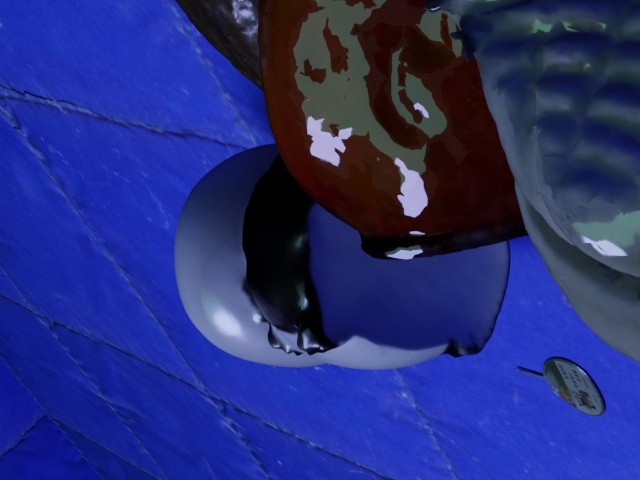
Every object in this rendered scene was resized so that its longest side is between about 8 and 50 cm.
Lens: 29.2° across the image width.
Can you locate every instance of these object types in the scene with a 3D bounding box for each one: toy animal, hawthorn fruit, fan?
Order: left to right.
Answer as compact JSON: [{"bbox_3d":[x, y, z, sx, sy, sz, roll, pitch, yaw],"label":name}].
[{"bbox_3d":[0.001,0.008,0.848,0.187,0.165,0.235,7,170,-31],"label":"toy animal"},{"bbox_3d":[0.053,-0.108,0.555,0.190,0.189,0.251,25,146,38],"label":"hawthorn fruit"},{"bbox_3d":[0.188,0.114,0.938,0.060,0.003,0.080,47,156,-5],"label":"fan"}]

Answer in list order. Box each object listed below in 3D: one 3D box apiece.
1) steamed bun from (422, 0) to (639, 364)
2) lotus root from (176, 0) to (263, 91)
[{"bbox_3d":[0.204,-0.033,0.373,0.206,0.275,0.320,24,-155,-46],"label":"steamed bun"},{"bbox_3d":[-0.071,-0.194,0.747,0.167,0.078,0.329,20,147,47],"label":"lotus root"}]
